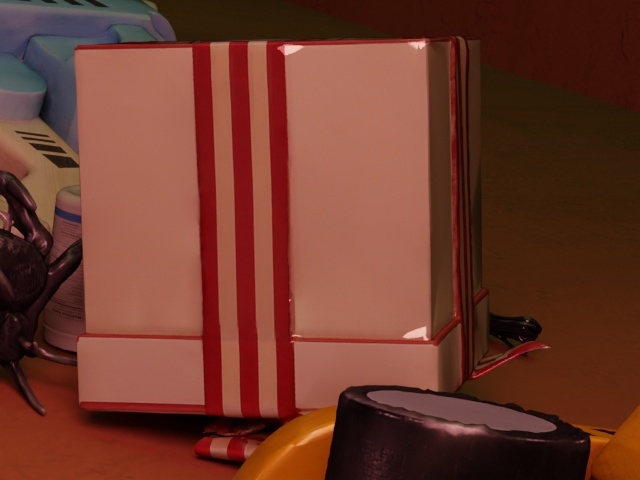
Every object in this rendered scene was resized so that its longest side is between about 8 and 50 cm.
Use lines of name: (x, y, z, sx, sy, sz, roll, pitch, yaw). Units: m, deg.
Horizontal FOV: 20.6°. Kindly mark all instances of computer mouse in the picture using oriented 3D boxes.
computer mouse: (0.087, 0.066, 1.410, 0.106, 0.042, 0.193, 23, 17, 35)

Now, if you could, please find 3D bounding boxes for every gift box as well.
gift box: (0.000, 0.000, 1.116, 0.276, 0.258, 0.255, 2, 8, 18)

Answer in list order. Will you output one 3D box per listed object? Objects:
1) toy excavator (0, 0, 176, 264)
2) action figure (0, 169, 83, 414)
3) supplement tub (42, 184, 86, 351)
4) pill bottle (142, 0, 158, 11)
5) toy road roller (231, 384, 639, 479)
toy excavator: (-0.242, -0.091, 1.454, 0.433, 0.222, 0.445, -3, 29, -46)
action figure: (-0.258, -0.009, 1.108, 0.164, 0.276, 0.141, -41, 12, -27)
supplement tub: (-0.154, 0.019, 1.220, 0.071, 0.107, 0.071, 7, 12, -1)
pill bottle: (-0.328, -0.221, 1.976, 0.272, 0.152, 0.152, 11, 13, -8)
toy road roller: (0.113, 0.158, 0.725, 0.329, 0.203, 0.240, 9, 3, -11)
